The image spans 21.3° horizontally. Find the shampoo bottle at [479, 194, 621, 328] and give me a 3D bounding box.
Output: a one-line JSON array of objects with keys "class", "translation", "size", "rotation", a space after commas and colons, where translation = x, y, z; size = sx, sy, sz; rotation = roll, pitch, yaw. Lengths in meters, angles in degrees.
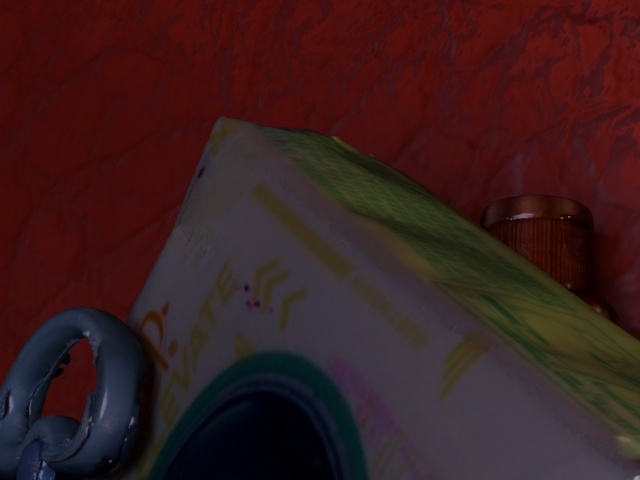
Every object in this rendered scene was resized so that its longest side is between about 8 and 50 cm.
[{"class": "shampoo bottle", "translation": [0.106, 0.107, 0.851], "size": [0.102, 0.064, 0.260], "rotation": [-24, 56, 50]}]

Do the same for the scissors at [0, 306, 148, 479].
[{"class": "scissors", "translation": [-0.190, 0.134, 0.924], "size": [0.393, 0.032, 0.180], "rotation": [-14, 61, 59]}]

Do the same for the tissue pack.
[{"class": "tissue pack", "translation": [0.022, 0.139, 0.750], "size": [0.287, 0.162, 0.388], "rotation": [-65, 30, 11]}]
